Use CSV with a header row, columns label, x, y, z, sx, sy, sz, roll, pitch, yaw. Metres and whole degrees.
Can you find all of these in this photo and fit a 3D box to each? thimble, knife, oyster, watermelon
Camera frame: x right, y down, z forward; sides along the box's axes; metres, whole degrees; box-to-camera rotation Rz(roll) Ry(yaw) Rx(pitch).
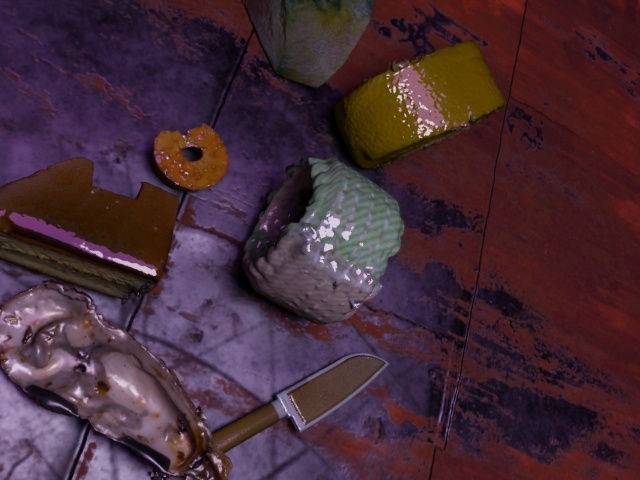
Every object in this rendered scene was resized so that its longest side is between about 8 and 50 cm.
label,x,y,z,sx,sy,sz,roll,pitch,yaw
thimble,0.000,0.000,0.962,0.150,0.219,0.219,30,64,-20
knife,-0.035,0.231,0.986,0.343,0.027,0.061,-24,77,-34
oyster,-0.243,0.185,0.864,0.345,0.078,0.128,40,61,-4
watermelon,0.001,-0.405,1.100,0.193,0.310,0.232,-19,47,-31

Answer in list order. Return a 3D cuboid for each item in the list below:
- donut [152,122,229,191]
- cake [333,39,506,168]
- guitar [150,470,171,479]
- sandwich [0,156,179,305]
label,x,y,z,sx,sy,sz,roll,pitch,yaw
donut,-0.182,-0.110,0.998,0.108,0.043,0.097,-9,80,-31
cake,0.156,-0.215,1.128,0.261,0.179,0.156,-27,89,-32
guitar,-0.213,0.371,0.854,0.088,0.025,0.233,22,67,-20
sandwich,-0.303,-0.019,0.851,0.236,0.122,0.128,23,55,-23
